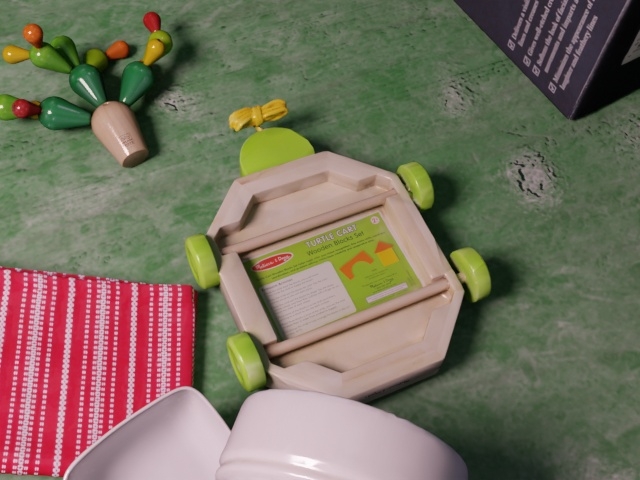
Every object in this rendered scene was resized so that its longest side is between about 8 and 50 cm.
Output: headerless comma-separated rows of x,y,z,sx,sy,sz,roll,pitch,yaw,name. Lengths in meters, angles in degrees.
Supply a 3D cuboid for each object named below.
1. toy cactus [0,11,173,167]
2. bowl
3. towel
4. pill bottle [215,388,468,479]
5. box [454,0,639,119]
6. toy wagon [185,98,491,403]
-0.245,-0.168,0.962,0.219,0.112,0.180,-26,74,-29,toy cactus
-0.134,0.212,0.735,0.142,0.053,0.142,-35,94,-24,bowl
-0.250,0.114,0.785,0.274,0.031,0.199,7,60,-15,towel
-0.031,0.320,0.592,0.224,0.224,0.392,17,61,5,pill bottle
0.292,-0.402,1.031,0.212,0.293,0.395,-27,65,-20,box
0.000,0.000,0.891,0.267,0.068,0.344,-19,61,-16,toy wagon
